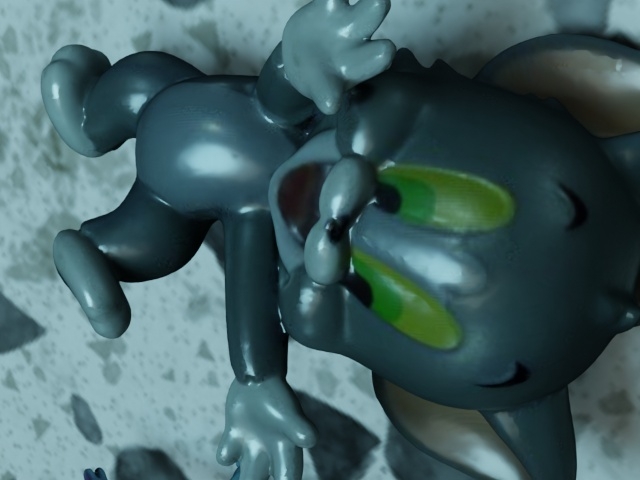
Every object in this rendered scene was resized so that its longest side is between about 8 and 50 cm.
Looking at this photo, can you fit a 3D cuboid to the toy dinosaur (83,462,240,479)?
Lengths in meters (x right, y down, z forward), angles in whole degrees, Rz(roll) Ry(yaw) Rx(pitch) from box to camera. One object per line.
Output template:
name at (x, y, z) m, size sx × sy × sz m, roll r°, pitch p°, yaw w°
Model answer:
toy dinosaur at (-0.037, 0.154, 0.529) m, size 0.197 × 0.080 × 0.045 m, roll 20°, pitch 117°, yaw 22°

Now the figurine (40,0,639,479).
figurine at (-0.001, -0.001, 0.409) m, size 0.265 × 0.140 × 0.193 m, roll 16°, pitch 96°, yaw 38°
